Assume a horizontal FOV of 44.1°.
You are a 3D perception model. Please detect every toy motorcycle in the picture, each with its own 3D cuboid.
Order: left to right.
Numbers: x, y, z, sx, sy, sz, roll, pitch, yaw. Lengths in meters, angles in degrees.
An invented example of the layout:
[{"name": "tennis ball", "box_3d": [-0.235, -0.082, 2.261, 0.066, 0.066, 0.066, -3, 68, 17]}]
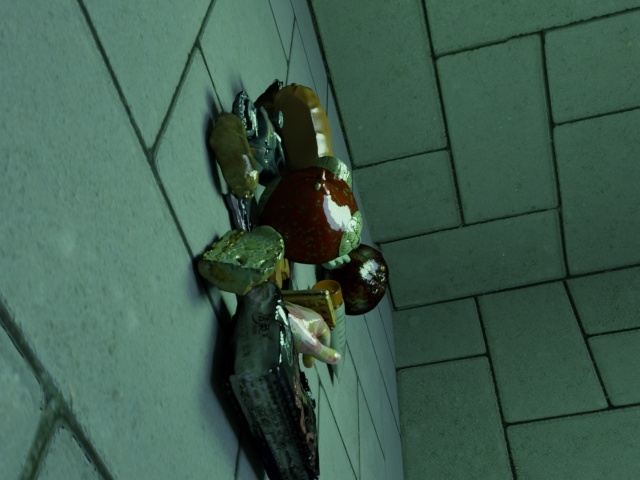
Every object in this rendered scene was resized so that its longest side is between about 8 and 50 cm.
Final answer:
[{"name": "toy motorcycle", "box_3d": [-0.144, -0.213, 1.759, 0.307, 0.108, 0.173, 43, 46, -76]}]

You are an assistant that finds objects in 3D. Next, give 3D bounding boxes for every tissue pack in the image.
[{"name": "tissue pack", "box_3d": [-0.089, 0.264, 1.459, 0.245, 0.123, 0.332, -98, 175, -53]}]

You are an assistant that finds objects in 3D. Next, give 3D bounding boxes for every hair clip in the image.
[{"name": "hair clip", "box_3d": [-0.156, -0.051, 1.663, 0.146, 0.056, 0.186, -61, 148, -77]}]

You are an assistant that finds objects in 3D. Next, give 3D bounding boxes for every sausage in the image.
[{"name": "sausage", "box_3d": [-0.038, -0.259, 1.893, 0.136, 0.120, 0.241, -43, 120, -74]}]

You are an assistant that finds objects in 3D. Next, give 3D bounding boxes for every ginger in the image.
[{"name": "ginger", "box_3d": [-0.174, -0.175, 1.579, 0.095, 0.069, 0.190, 15, 54, -75]}]

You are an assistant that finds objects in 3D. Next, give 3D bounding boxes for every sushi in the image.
[{"name": "sushi", "box_3d": [-0.087, -0.259, 2.009, 0.149, 0.140, 0.287, -22, 101, -73]}]

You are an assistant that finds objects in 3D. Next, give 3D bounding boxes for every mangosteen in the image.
[{"name": "mangosteen", "box_3d": [0.084, 0.108, 2.511, 0.289, 0.231, 0.231, 29, -35, 48]}]

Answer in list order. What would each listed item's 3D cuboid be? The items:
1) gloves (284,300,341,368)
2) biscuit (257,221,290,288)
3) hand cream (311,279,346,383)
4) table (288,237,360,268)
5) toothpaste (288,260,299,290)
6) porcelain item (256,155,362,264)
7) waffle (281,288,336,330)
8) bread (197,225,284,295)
[{"name": "gloves", "box_3d": [-0.044, 0.198, 1.688, 0.241, 0.145, 0.126, 30, 58, -59]}, {"name": "biscuit", "box_3d": [-0.110, 0.034, 1.850, 0.250, 0.036, 0.165, -18, 96, -80]}, {"name": "hand cream", "box_3d": [0.041, 0.262, 2.331, 0.139, 0.089, 0.314, -82, 163, -60]}, {"name": "table", "box_3d": [0.000, 0.000, 2.034, 0.198, 0.167, 0.166, -11, 89, -74]}, {"name": "toothpaste", "box_3d": [-0.061, 0.152, 1.949, 0.282, 0.069, 0.099, -103, -151, -61]}, {"name": "porcelain item", "box_3d": [-0.015, -0.076, 1.750, 0.253, 0.253, 0.252, -11, 90, -81]}, {"name": "waffle", "box_3d": [-0.043, 0.155, 1.751, 0.042, 0.148, 0.102, -76, 156, -48]}, {"name": "bread", "box_3d": [-0.135, 0.038, 1.424, 0.232, 0.128, 0.087, -67, 160, -72]}]
